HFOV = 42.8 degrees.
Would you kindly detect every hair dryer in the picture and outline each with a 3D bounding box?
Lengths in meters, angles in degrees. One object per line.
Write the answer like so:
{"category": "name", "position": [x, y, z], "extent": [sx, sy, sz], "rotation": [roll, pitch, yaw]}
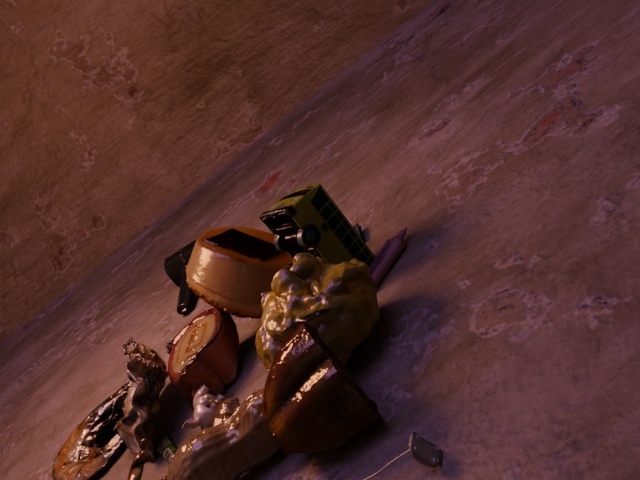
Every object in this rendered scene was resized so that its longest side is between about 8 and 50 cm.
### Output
{"category": "hair dryer", "position": [-0.373, 0.104, 2.545], "extent": [0.244, 0.116, 0.302], "rotation": [-32, 33, 21]}

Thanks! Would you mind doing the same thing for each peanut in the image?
{"category": "peanut", "position": [-0.166, 0.381, 1.512], "extent": [0.298, 0.136, 0.120], "rotation": [-39, 53, 0]}

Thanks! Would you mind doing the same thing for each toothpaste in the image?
{"category": "toothpaste", "position": [-0.331, 0.462, 1.788], "extent": [0.049, 0.031, 0.204], "rotation": [-57, 21, -10]}

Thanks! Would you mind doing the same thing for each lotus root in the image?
{"category": "lotus root", "position": [-0.022, 0.269, 1.399], "extent": [0.180, 0.199, 0.188], "rotation": [-38, 16, -1]}

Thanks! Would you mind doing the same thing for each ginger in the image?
{"category": "ginger", "position": [-0.195, 0.390, 1.681], "extent": [0.069, 0.051, 0.173], "rotation": [-41, 24, 13]}

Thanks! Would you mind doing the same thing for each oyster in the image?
{"category": "oyster", "position": [-0.426, 0.360, 1.954], "extent": [0.351, 0.115, 0.238], "rotation": [-114, 31, -77]}

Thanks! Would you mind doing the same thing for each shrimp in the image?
{"category": "shrimp", "position": [-0.531, 0.481, 2.069], "extent": [0.365, 0.071, 0.233], "rotation": [-46, 30, -18]}

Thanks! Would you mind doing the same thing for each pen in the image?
{"category": "pen", "position": [0.146, 0.040, 1.827], "extent": [0.053, 0.032, 0.197], "rotation": [-13, 35, 52]}

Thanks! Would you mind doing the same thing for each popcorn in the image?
{"category": "popcorn", "position": [-0.007, 0.153, 1.614], "extent": [0.286, 0.215, 0.252], "rotation": [-43, 42, -21]}

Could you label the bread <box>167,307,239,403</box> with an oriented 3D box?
{"category": "bread", "position": [-0.278, 0.284, 1.935], "extent": [0.190, 0.123, 0.244], "rotation": [-37, 20, 15]}

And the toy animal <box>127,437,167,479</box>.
{"category": "toy animal", "position": [-0.365, 0.536, 1.609], "extent": [0.157, 0.097, 0.312], "rotation": [-47, 18, 0]}

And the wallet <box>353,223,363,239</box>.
{"category": "wallet", "position": [0.052, 0.016, 2.053], "extent": [0.129, 0.026, 0.088], "rotation": [-34, 25, 14]}

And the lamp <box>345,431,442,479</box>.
{"category": "lamp", "position": [0.096, 0.363, 1.251], "extent": [0.198, 0.056, 0.050], "rotation": [-42, 18, 29]}

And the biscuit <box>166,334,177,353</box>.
{"category": "biscuit", "position": [-0.400, 0.293, 2.271], "extent": [0.087, 0.027, 0.089], "rotation": [-31, 22, 22]}

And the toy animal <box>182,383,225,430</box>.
{"category": "toy animal", "position": [-0.251, 0.372, 1.774], "extent": [0.085, 0.071, 0.124], "rotation": [-38, 20, 3]}

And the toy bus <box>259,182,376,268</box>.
{"category": "toy bus", "position": [0.000, 0.000, 1.840], "extent": [0.128, 0.262, 0.150], "rotation": [-11, 32, 53]}

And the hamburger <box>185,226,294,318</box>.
{"category": "hamburger", "position": [-0.180, 0.085, 1.979], "extent": [0.300, 0.300, 0.176], "rotation": [-109, 32, -69]}
